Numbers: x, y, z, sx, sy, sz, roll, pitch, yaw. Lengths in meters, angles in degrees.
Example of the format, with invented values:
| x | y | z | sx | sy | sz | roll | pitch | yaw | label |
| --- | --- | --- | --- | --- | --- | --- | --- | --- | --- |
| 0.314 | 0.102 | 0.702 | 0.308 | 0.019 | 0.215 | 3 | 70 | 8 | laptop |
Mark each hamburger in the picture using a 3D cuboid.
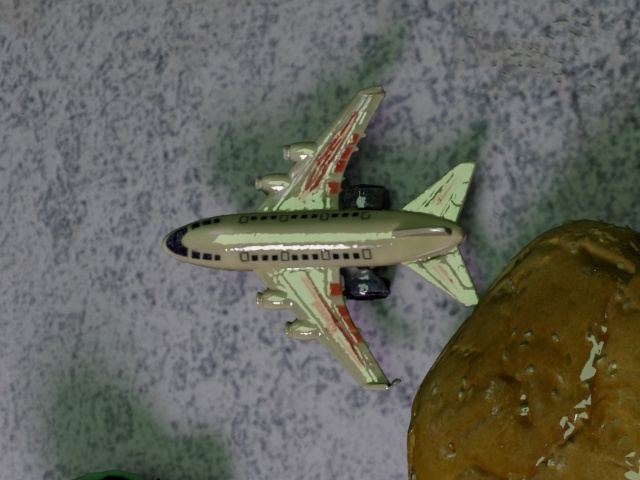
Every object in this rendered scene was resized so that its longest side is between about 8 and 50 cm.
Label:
| x | y | z | sx | sy | sz | roll | pitch | yaw | label |
| --- | --- | --- | --- | --- | --- | --- | --- | --- | --- |
| 0.179 | 0.132 | 1.028 | 0.285 | 0.134 | 0.265 | -53 | 54 | 8 | hamburger |

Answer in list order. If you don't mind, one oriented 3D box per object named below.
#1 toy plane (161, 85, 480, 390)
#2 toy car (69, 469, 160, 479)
| x | y | z | sx | sy | sz | roll | pitch | yaw | label |
| --- | --- | --- | --- | --- | --- | --- | --- | --- | --- |
| 0.000 | 0.000 | 1.163 | 0.256 | 0.104 | 0.241 | -3 | 85 | 22 | toy plane |
| -0.144 | 0.363 | 1.132 | 0.358 | 0.213 | 0.176 | 53 | 138 | 22 | toy car |
